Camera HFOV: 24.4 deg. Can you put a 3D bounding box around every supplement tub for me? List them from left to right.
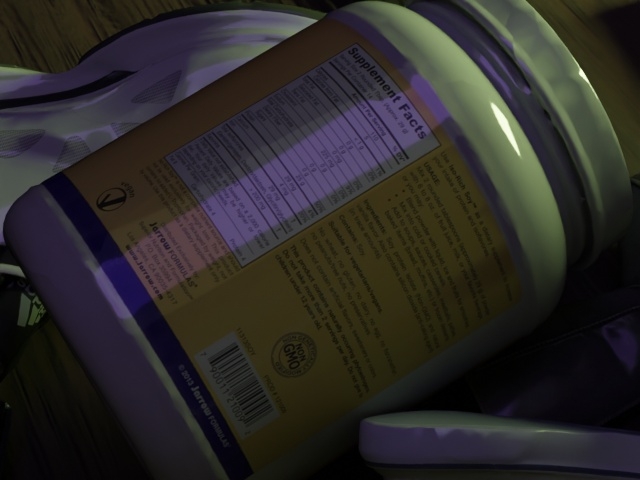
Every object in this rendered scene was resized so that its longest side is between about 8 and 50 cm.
[{"bbox_3d":[0.000,0.000,0.920,0.331,0.241,0.241,-32,51,-11],"label":"supplement tub"}]

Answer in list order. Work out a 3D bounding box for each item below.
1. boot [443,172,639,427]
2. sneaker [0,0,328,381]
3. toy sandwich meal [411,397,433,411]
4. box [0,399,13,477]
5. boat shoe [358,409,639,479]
[{"bbox_3d":[0.175,0.053,1.022,0.208,0.076,0.190,-22,46,-4],"label":"boot"},{"bbox_3d":[-0.156,-0.013,1.081,0.447,0.169,0.258,-8,55,10],"label":"sneaker"},{"bbox_3d":[0.037,0.095,1.017,0.085,0.029,0.086,-4,47,4],"label":"toy sandwich meal"},{"bbox_3d":[-0.301,0.161,0.930,0.190,0.045,0.184,19,42,-17],"label":"box"},{"bbox_3d":[0.140,0.148,0.857,0.258,0.095,0.084,9,86,-20],"label":"boat shoe"}]
